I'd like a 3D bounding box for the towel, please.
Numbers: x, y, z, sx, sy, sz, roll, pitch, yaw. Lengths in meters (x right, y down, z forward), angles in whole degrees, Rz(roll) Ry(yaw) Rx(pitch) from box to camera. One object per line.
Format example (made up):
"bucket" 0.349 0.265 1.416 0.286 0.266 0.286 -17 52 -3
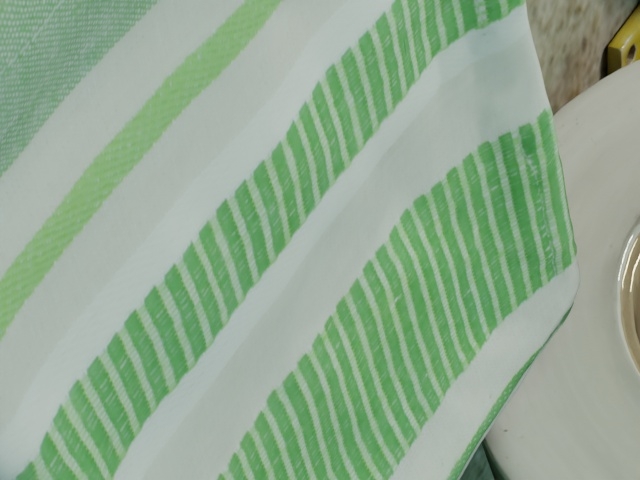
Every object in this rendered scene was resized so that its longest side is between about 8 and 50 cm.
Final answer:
"towel" 0.000 0.000 0.448 0.248 0.038 0.325 -53 148 -27

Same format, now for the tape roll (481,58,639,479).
"tape roll" 0.202 0.044 0.635 0.286 0.286 0.100 -57 149 -22

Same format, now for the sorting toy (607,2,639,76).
"sorting toy" 0.189 -0.186 0.712 0.132 0.046 0.274 -29 133 -51
